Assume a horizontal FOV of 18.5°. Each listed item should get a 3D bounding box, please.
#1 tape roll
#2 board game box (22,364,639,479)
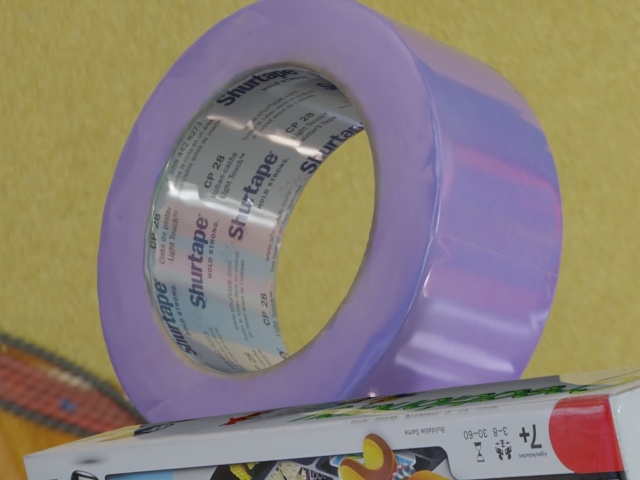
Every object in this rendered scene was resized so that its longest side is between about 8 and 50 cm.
[{"bbox_3d":[0.000,0.000,0.798,0.080,0.189,0.189,20,116,-45],"label":"tape roll"},{"bbox_3d":[0.020,0.145,0.589,0.053,0.305,0.193,-13,89,-36],"label":"board game box"}]
